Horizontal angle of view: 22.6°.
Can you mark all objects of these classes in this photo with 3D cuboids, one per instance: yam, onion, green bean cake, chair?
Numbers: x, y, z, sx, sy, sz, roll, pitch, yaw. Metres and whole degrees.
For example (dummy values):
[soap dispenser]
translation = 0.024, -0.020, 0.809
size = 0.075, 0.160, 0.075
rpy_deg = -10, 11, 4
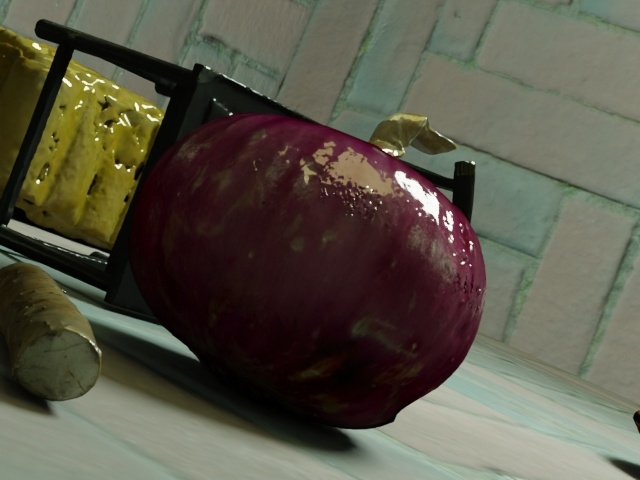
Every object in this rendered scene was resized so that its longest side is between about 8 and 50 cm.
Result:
[yam]
translation = -0.103, 0.032, 0.589
size = 0.032, 0.032, 0.145
rpy_deg = 23, 2, -18
[onion]
translation = -0.005, 0.009, 0.763
size = 0.177, 0.153, 0.177
rpy_deg = 16, 13, -4
[green bean cake]
translation = -0.222, -0.087, 1.295
size = 0.230, 0.131, 0.224
rpy_deg = 25, 1, 41
[chair]
translation = -0.061, -0.018, 0.933
size = 0.260, 0.154, 0.141
rpy_deg = 21, 0, 37

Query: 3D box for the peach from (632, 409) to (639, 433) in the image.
[peach]
translation = 0.345, 0.192, 1.335
size = 0.189, 0.068, 0.279
rpy_deg = 21, 1, 9
